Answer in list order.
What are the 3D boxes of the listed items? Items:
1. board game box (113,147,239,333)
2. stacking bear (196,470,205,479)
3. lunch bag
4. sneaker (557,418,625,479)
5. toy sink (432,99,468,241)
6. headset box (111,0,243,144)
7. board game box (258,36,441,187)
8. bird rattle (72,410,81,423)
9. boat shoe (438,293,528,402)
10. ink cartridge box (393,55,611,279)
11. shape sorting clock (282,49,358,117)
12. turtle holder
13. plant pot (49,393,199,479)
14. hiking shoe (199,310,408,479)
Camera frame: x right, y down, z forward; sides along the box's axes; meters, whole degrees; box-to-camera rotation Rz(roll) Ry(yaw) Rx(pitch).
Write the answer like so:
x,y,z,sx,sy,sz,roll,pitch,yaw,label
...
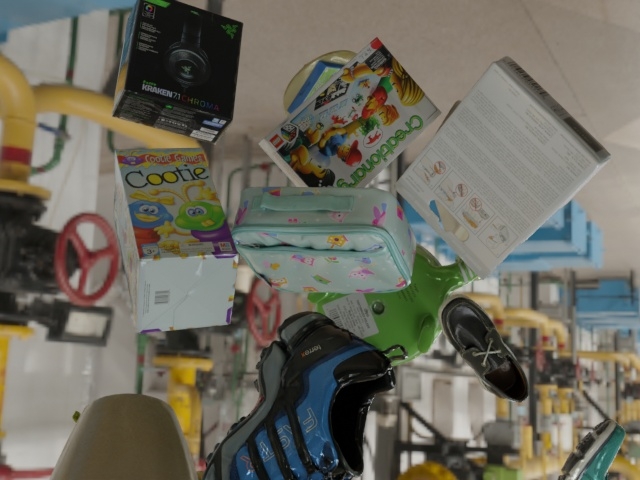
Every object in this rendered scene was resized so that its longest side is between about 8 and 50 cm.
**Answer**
x,y,z,sx,sy,sz,roll,pitch,yaw,label
-0.228,-0.009,1.305,0.142,0.275,0.144,-4,130,-20,board game box
-0.198,0.455,1.426,0.289,0.175,0.164,-17,162,-44,stacking bear
0.000,0.000,1.354,0.279,0.108,0.224,-1,154,19,lunch bag
0.395,0.396,1.259,0.110,0.275,0.107,20,-178,16,sneaker
0.293,-0.114,1.528,0.131,0.234,0.153,12,131,-21,toy sink
-0.315,-0.393,1.906,0.246,0.283,0.131,14,155,-22,headset box
0.059,-0.211,1.598,0.193,0.305,0.053,48,164,-7,board game box
-0.423,0.428,1.530,0.143,0.207,0.253,37,148,14,bird rattle
0.276,0.180,1.418,0.233,0.084,0.079,54,174,-27,boat shoe
0.232,-0.092,1.121,0.066,0.189,0.232,-26,159,-47,ink cartridge box
0.009,-0.334,1.866,0.206,0.040,0.206,-28,154,-15,shape sorting clock
0.148,0.088,1.634,0.243,0.320,0.227,39,-162,10,turtle holder
-0.255,0.350,1.103,0.256,0.274,0.256,-4,141,-3,plant pot
-0.029,0.224,0.843,0.132,0.304,0.113,19,177,37,hiking shoe
